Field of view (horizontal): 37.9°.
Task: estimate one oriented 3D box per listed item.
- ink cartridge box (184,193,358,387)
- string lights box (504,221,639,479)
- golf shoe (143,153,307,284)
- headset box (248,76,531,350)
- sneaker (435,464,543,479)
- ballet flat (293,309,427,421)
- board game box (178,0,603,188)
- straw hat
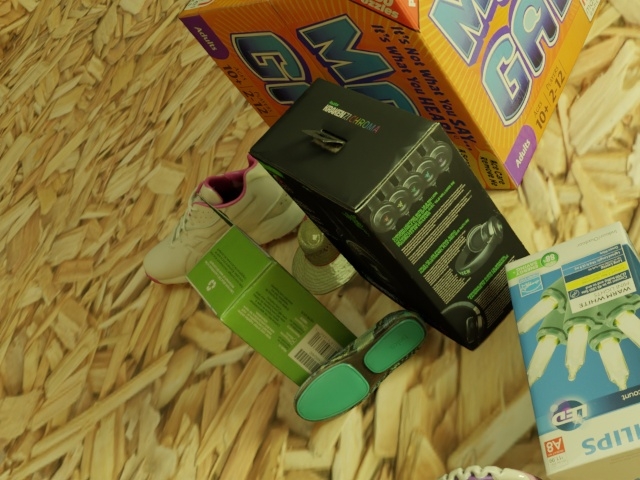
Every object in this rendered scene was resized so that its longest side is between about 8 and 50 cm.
[{"bbox_3d":[-0.086,0.065,1.208,0.097,0.189,0.255,-47,35,-4],"label":"ink cartridge box"},{"bbox_3d":[0.274,0.116,0.918,0.133,0.077,0.259,-24,40,21],"label":"string lights box"},{"bbox_3d":[-0.168,-0.035,1.426,0.306,0.140,0.115,-27,40,21],"label":"golf shoe"},{"bbox_3d":[0.081,-0.041,1.082,0.131,0.283,0.246,-47,37,-7],"label":"headset box"},{"bbox_3d":[0.113,0.290,0.888,0.236,0.095,0.104,-28,45,26],"label":"sneaker"},{"bbox_3d":[0.049,0.149,1.118,0.188,0.070,0.070,-35,37,7],"label":"ballet flat"},{"bbox_3d":[0.108,-0.317,1.269,0.356,0.356,0.356,4,56,43],"label":"board game box"},{"bbox_3d":[0.000,0.000,1.300,0.144,0.061,0.144,-25,40,23],"label":"straw hat"}]
